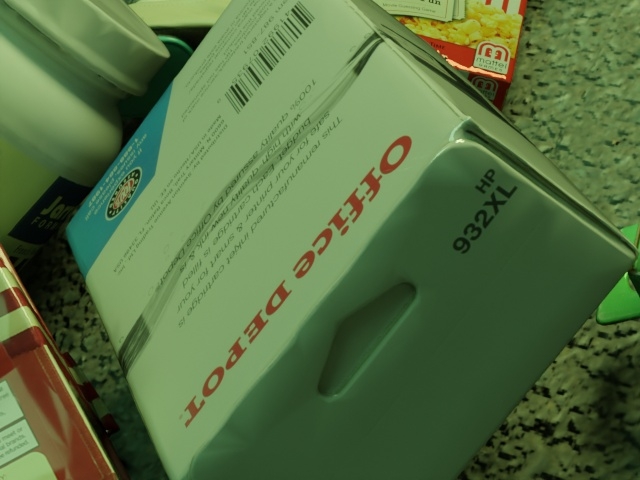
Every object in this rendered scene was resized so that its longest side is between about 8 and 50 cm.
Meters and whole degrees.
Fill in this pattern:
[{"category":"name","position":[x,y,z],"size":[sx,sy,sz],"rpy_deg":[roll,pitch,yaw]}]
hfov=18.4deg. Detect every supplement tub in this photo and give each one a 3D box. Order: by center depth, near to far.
[{"category":"supplement tub","position":[-0.274,-0.060,1.237],"size":[0.325,0.235,0.235],"rpy_deg":[-48,41,6]}]

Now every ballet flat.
[{"category":"ballet flat","position":[-0.072,-0.141,1.353],"size":[0.248,0.086,0.086],"rpy_deg":[-7,47,15]}]

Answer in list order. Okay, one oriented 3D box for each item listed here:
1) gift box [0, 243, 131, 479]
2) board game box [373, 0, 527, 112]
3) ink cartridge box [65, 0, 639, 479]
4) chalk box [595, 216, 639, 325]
[{"category":"gift box","position":[-0.230,0.139,1.028],"size":[0.255,0.258,0.276],"rpy_deg":[-24,72,-6]},{"category":"board game box","position":[0.062,-0.175,1.275],"size":[0.147,0.045,0.193],"rpy_deg":[14,52,0]},{"category":"ink cartridge box","position":[0.000,0.000,1.045],"size":[0.223,0.129,0.307],"rpy_deg":[-52,28,10]},{"category":"chalk box","position":[0.237,0.003,0.980],"size":[0.213,0.132,0.132],"rpy_deg":[-4,49,28]}]
